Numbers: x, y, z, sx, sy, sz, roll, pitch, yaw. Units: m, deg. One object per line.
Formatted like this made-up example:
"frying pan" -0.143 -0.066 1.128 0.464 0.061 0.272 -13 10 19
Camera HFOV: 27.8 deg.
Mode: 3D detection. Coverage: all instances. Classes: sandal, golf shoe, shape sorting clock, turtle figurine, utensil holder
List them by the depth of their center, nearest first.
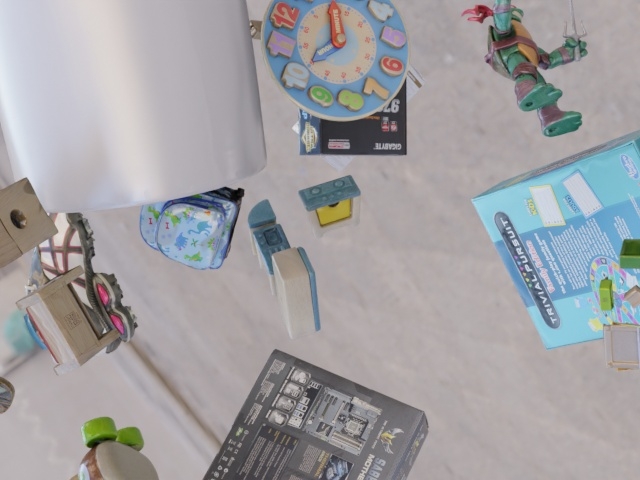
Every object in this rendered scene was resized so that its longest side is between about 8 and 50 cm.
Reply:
"utensil holder" -0.240 -0.253 1.526 0.327 0.328 0.385 21 122 64
"golf shoe" -0.339 0.027 1.676 0.273 0.120 0.105 63 171 11
"shape sorting clock" 0.022 -0.257 1.687 0.206 0.206 0.040 54 162 -1
"turtle figurine" 0.278 -0.257 1.722 0.118 0.175 0.234 -39 48 37
"sandal" -0.468 0.215 1.803 0.072 0.049 0.180 27 148 -12

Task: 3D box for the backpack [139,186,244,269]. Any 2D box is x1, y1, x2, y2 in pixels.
"backpack" -0.164 -0.024 1.589 0.114 0.105 0.084 17 -158 1

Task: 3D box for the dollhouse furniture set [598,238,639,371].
"dollhouse furniture set" 0.372 0.078 1.533 0.076 0.058 0.151 0 109 22

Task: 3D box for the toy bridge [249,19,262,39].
"toy bridge" -0.149 -0.238 1.808 0.188 0.063 0.026 -42 70 31

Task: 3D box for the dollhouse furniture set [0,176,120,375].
"dollhouse furniture set" -0.319 0.060 1.264 0.129 0.129 0.183 -25 99 31

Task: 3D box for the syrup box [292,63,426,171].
"syrup box" 0.073 -0.253 2.402 0.093 0.237 0.096 47 -174 32

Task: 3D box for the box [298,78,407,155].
"box" 0.053 -0.222 2.072 0.051 0.220 0.175 2 93 42

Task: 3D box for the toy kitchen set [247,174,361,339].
"toy kitchen set" 0.000 0.000 1.755 0.122 0.166 0.207 83 165 -47

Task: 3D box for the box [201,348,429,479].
"box" -0.018 0.251 1.343 0.183 0.232 0.059 20 159 20

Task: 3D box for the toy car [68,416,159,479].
"toy car" -0.343 0.376 1.902 0.149 0.188 0.155 38 -155 -59

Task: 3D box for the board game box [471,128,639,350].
"board game box" 0.389 0.003 1.783 0.336 0.079 0.253 -21 98 57
